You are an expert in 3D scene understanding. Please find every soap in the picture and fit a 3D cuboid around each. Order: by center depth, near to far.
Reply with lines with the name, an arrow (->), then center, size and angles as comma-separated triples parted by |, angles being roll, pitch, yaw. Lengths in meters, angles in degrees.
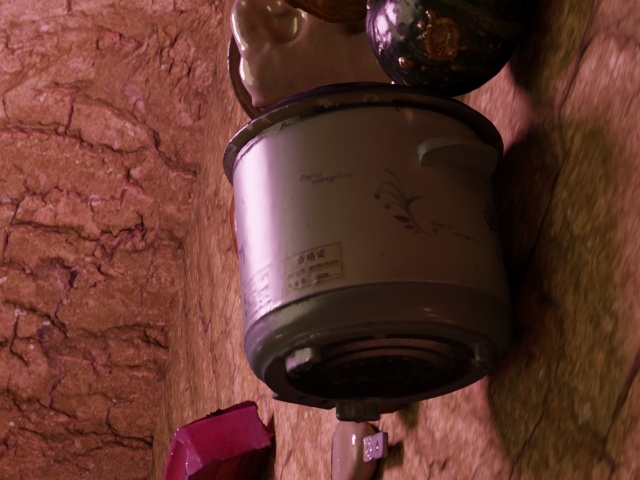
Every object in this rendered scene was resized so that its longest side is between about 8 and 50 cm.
soap -> -0.183, 0.391, 2.311 | 0.099, 0.162, 0.250 | 56, 149, 25

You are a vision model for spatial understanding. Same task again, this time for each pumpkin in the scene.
pumpkin -> 0.119, -0.224, 1.252 | 0.190, 0.146, 0.190 | -177, 90, -78

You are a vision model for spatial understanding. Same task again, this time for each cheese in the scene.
cheese -> 0.060, -0.221, 1.561 | 0.248, 0.251, 0.174 | 19, -122, -66
cheese -> 0.051, 0.251, 1.610 | 0.192, 0.037, 0.097 | 134, 139, -72

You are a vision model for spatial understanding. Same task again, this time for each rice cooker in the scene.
rice cooker -> 0.043, -0.004, 1.241 | 0.316, 0.264, 0.317 | -22, 61, 48

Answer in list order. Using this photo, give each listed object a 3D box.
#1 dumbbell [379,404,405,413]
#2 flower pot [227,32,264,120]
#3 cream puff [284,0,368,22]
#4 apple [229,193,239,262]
dumbbell -> 0.064, 0.077, 1.520 | 0.082, 0.092, 0.231 | 12, 97, 48
flower pot -> -0.018, -0.244, 1.808 | 0.202, 0.212, 0.212 | -103, 21, -78
cream puff -> 0.000, -0.336, 1.362 | 0.196, 0.244, 0.244 | -37, -22, -38
apple -> 0.000, 0.000, 1.643 | 0.237, 0.207, 0.237 | -9, -90, -90
